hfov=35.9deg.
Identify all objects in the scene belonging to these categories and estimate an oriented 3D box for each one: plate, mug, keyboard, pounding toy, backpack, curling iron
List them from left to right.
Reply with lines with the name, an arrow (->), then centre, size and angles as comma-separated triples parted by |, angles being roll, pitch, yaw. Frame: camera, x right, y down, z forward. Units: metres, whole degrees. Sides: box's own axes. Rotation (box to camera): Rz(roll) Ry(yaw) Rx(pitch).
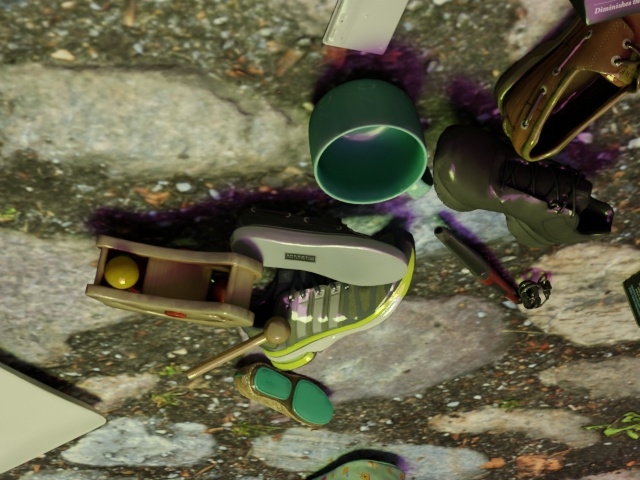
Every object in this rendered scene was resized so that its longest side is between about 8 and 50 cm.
plate -> -0.529, 0.270, 1.554 | 0.278, 0.045, 0.277 | -27, 137, 23
pounding toy -> -0.162, 0.092, 1.247 | 0.270, 0.154, 0.154 | 12, 167, -8
backpack -> 0.075, 0.498, 1.875 | 0.166, 0.144, 0.188 | 25, 129, -28
mug -> 0.054, -0.112, 1.131 | 0.130, 0.097, 0.157 | -13, 142, 6
keyboard -> 0.074, -0.288, 0.984 | 0.072, 0.014, 0.256 | 2, 141, -21
curling iron -> 0.243, 0.035, 1.402 | 0.068, 0.035, 0.274 | -36, 135, 25

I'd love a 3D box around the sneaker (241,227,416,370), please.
sneaker -> 0.004, 0.073, 1.354 | 0.300, 0.111, 0.121 | -37, 125, 25

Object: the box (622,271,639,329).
box -> 0.610, 0.043, 1.434 | 0.169, 0.087, 0.290 | 20, 134, -31

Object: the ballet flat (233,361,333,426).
ballet flat -> -0.063, 0.247, 1.606 | 0.067, 0.073, 0.206 | -4, 149, 42

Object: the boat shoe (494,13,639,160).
boat shoe -> 0.318, -0.202, 1.057 | 0.111, 0.104, 0.307 | 17, 134, -26

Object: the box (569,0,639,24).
box -> 0.344, -0.321, 0.878 | 0.261, 0.103, 0.184 | -14, 121, 7

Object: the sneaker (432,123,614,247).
sneaker -> 0.249, -0.068, 1.185 | 0.286, 0.109, 0.130 | 20, 168, -41

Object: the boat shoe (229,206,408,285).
boat shoe -> 0.000, 0.000, 1.267 | 0.229, 0.076, 0.080 | 6, 141, 0
